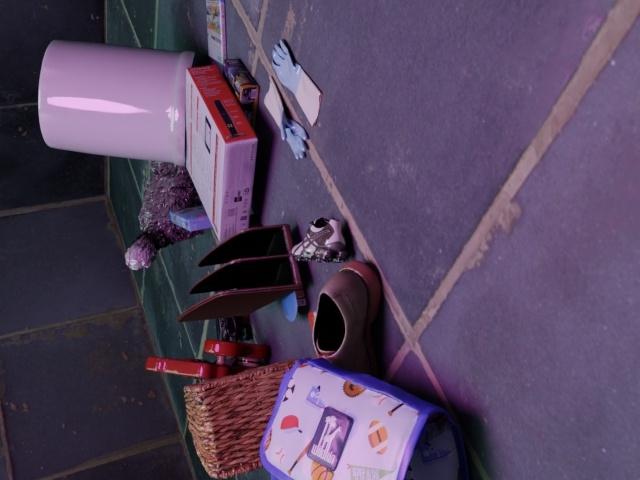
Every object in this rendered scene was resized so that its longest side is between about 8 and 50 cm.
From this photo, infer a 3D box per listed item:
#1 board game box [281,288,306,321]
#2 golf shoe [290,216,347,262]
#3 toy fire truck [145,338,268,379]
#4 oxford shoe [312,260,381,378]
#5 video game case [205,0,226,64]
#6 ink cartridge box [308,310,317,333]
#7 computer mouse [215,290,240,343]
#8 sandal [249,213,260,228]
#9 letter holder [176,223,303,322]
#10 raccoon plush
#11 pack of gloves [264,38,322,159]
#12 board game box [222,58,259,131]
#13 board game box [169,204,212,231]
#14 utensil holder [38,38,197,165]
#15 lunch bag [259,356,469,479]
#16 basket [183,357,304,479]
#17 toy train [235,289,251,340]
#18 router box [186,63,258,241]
[{"bbox_3d":[-0.067,0.108,1.653,0.133,0.033,0.169,138,123,-68],"label":"board game box"},{"bbox_3d":[0.000,0.000,1.421,0.198,0.077,0.094,-5,82,62],"label":"golf shoe"},{"bbox_3d":[-0.299,0.358,1.920,0.253,0.302,0.170,3,81,32],"label":"toy fire truck"},{"bbox_3d":[0.030,0.211,1.329,0.123,0.130,0.349,20,122,37],"label":"oxford shoe"},{"bbox_3d":[-0.276,-0.560,1.830,0.119,0.015,0.166,-136,41,-53],"label":"video game case"},{"bbox_3d":[0.006,0.227,1.530,0.179,0.045,0.146,-19,83,63],"label":"ink cartridge box"},{"bbox_3d":[-0.276,0.251,2.105,0.272,0.072,0.189,110,151,-62],"label":"computer mouse"},{"bbox_3d":[-0.148,0.027,1.784,0.097,0.054,0.255,115,146,-43],"label":"sandal"},{"bbox_3d":[-0.216,0.084,1.622,0.302,0.214,0.152,-31,68,55],"label":"letter holder"},{"bbox_3d":[-0.467,-0.140,2.114,0.446,0.216,0.299,-91,0,-64],"label":"raccoon plush"},{"bbox_3d":[-0.079,-0.298,1.476,0.232,0.046,0.195,60,151,35],"label":"pack of gloves"},{"bbox_3d":[-0.205,-0.345,1.730,0.141,0.048,0.170,56,148,39],"label":"board game box"},{"bbox_3d":[-0.330,-0.071,1.992,0.211,0.160,0.039,17,117,64],"label":"board game box"},{"bbox_3d":[-0.556,-0.394,1.954,0.327,0.385,0.328,-174,90,-83],"label":"utensil holder"},{"bbox_3d":[0.072,0.416,1.182,0.327,0.238,0.386,12,110,46],"label":"lunch bag"},{"bbox_3d":[-0.167,0.429,1.685,0.213,0.299,0.223,-28,75,66],"label":"basket"},{"bbox_3d":[-0.232,0.223,2.073,0.036,0.027,0.159,-14,88,63],"label":"toy train"},{"bbox_3d":[-0.260,-0.219,1.753,0.336,0.082,0.301,102,147,-48],"label":"router box"}]
